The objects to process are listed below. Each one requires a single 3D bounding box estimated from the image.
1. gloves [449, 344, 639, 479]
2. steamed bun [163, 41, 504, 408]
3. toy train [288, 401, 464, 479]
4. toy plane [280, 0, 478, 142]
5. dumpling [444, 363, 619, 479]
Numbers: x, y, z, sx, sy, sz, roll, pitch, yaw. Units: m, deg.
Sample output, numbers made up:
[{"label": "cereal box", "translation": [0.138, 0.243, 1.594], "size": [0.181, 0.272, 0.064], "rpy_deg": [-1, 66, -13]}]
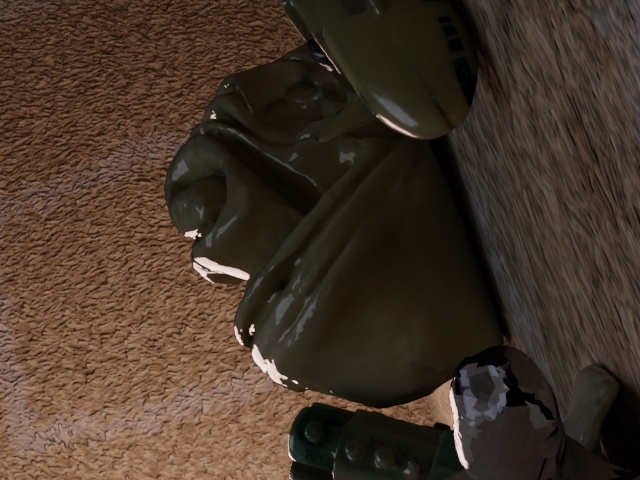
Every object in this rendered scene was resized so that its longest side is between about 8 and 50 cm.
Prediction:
[{"label": "gloves", "translation": [0.087, 0.107, 0.353], "size": [0.212, 0.111, 0.127], "rpy_deg": [63, -145, -70]}, {"label": "steamed bun", "translation": [0.000, -0.001, 0.964], "size": [0.276, 0.203, 0.289], "rpy_deg": [70, -179, -73]}, {"label": "toy train", "translation": [0.065, 0.157, 0.867], "size": [0.125, 0.194, 0.081], "rpy_deg": [46, -122, -63]}, {"label": "toy plane", "translation": [0.021, -0.126, 0.671], "size": [0.229, 0.092, 0.244], "rpy_deg": [51, -162, -41]}, {"label": "dumpling", "translation": [0.097, 0.152, 0.576], "size": [0.166, 0.126, 0.216], "rpy_deg": [-51, -51, -42]}]
